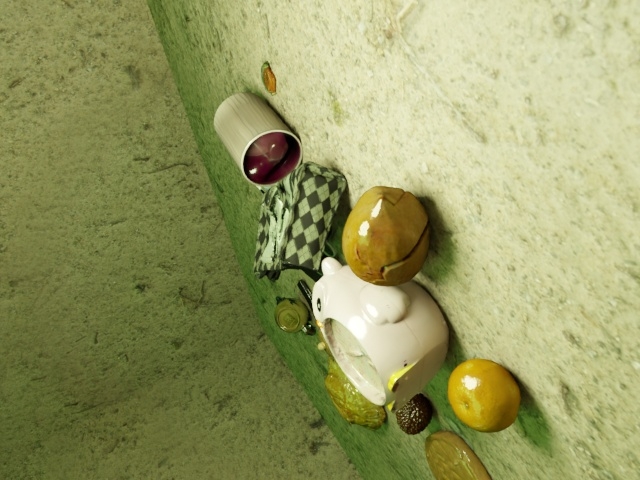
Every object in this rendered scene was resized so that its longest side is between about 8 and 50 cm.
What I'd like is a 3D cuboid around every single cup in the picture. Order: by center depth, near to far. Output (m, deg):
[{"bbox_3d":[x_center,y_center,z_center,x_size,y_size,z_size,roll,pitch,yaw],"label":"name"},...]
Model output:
[{"bbox_3d":[-0.186,-0.332,1.747,0.273,0.288,0.208,53,124,35],"label":"cup"},{"bbox_3d":[-0.010,0.001,1.795,0.133,0.099,0.136,119,135,-69],"label":"cup"}]

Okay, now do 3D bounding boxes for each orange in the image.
[{"bbox_3d":[0.357,0.333,1.142,0.159,0.136,0.159,27,124,49],"label":"orange"}]

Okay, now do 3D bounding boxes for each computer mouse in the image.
[{"bbox_3d":[0.030,0.114,1.865,0.269,0.086,0.138,33,162,32],"label":"computer mouse"}]

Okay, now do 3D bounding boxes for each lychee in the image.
[{"bbox_3d":[0.295,0.547,1.665,0.123,0.123,0.129,105,171,-65],"label":"lychee"}]

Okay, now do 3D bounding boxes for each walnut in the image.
[{"bbox_3d":[0.141,-0.006,1.164,0.203,0.203,0.298,54,173,29],"label":"walnut"}]

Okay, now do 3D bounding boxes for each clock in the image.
[{"bbox_3d":[0.151,0.221,1.398,0.376,0.250,0.368,43,153,35],"label":"clock"}]

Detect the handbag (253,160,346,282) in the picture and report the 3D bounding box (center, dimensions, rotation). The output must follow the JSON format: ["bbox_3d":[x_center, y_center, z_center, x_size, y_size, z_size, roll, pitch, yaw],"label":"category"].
[{"bbox_3d":[-0.090,-0.033,1.610,0.416,0.180,0.317,164,121,-67],"label":"handbag"}]

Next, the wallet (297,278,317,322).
[{"bbox_3d":[-0.038,0.295,2.439,0.244,0.025,0.124,59,163,10],"label":"wallet"}]

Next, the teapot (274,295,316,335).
[{"bbox_3d":[-0.125,0.374,2.631,0.269,0.173,0.182,37,-163,5],"label":"teapot"}]

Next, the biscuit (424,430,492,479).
[{"bbox_3d":[0.446,0.765,1.631,0.365,0.062,0.385,51,159,34],"label":"biscuit"}]

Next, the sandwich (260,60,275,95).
[{"bbox_3d":[-0.164,-0.508,1.649,0.069,0.026,0.101,57,161,24],"label":"sandwich"}]

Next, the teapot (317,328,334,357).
[{"bbox_3d":[0.068,0.384,2.013,0.311,0.167,0.203,62,163,4],"label":"teapot"}]

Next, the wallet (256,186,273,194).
[{"bbox_3d":[-0.192,-0.201,1.949,0.176,0.075,0.250,48,-178,29],"label":"wallet"}]

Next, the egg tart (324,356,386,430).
[{"bbox_3d":[0.137,0.665,2.253,0.339,0.153,0.352,31,144,56],"label":"egg tart"}]
